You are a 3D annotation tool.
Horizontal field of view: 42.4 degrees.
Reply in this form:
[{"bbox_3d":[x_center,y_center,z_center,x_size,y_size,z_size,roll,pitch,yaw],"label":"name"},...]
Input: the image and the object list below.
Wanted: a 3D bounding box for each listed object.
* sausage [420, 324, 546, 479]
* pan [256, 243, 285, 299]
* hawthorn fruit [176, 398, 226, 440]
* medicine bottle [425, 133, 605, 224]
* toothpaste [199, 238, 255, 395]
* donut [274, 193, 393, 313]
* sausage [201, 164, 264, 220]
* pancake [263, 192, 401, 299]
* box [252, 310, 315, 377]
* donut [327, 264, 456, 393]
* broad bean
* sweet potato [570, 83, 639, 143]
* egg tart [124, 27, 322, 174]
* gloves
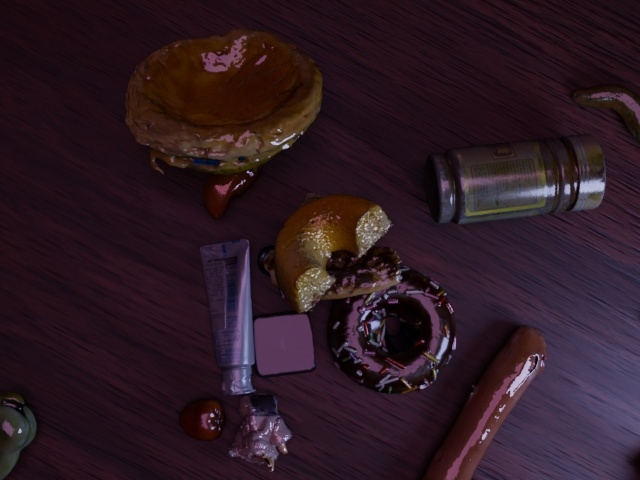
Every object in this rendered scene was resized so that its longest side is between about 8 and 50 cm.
[{"bbox_3d":[0.319,0.351,1.621,0.094,0.094,0.419,38,83,-39],"label":"sausage"},{"bbox_3d":[-0.088,0.064,1.653,0.068,0.023,0.115,-14,84,-5],"label":"pan"},{"bbox_3d":[-0.235,0.348,1.605,0.093,0.081,0.081,-5,85,26],"label":"hawthorn fruit"},{"bbox_3d":[0.378,-0.119,1.628,0.323,0.151,0.151,-6,86,-3],"label":"medicine bottle"},{"bbox_3d":[-0.175,0.151,1.621,0.114,0.073,0.299,-9,83,26],"label":"toothpaste"},{"bbox_3d":[-0.006,0.001,1.542,0.152,0.101,0.259,32,70,34],"label":"donut"},{"bbox_3d":[-0.176,-0.125,1.635,0.089,0.089,0.179,34,80,0],"label":"sausage"},{"bbox_3d":[0.020,0.009,1.618,0.266,0.057,0.244,-9,56,6],"label":"pancake"},{"bbox_3d":[-0.076,0.206,1.645,0.125,0.027,0.126,-7,87,-1],"label":"box"},{"bbox_3d":[0.143,0.174,1.620,0.270,0.103,0.269,0,85,-1],"label":"donut"},{"bbox_3d":[-0.649,0.381,1.568,0.169,0.100,0.228,38,86,8],"label":"broad bean"},{"bbox_3d":[0.633,-0.265,1.700,0.233,0.062,0.081,34,86,3],"label":"sweet potato"},{"bbox_3d":[-0.179,-0.252,1.562,0.388,0.169,0.387,-3,50,4],"label":"egg tart"},{"bbox_3d":[-0.119,0.369,1.597,0.110,0.094,0.144,25,61,-24],"label":"gloves"}]
